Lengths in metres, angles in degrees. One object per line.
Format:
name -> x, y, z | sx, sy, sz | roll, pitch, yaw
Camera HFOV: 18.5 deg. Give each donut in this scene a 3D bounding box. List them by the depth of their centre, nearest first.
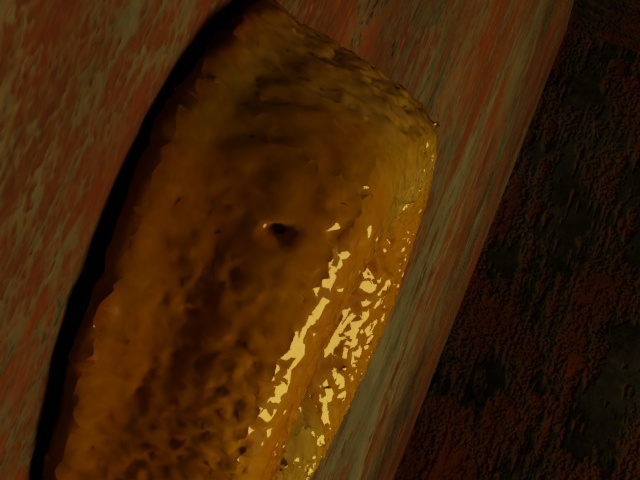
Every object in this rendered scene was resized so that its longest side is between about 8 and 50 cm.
donut -> -0.030, 0.031, 0.964 | 0.303, 0.110, 0.303 | 21, 90, -82
